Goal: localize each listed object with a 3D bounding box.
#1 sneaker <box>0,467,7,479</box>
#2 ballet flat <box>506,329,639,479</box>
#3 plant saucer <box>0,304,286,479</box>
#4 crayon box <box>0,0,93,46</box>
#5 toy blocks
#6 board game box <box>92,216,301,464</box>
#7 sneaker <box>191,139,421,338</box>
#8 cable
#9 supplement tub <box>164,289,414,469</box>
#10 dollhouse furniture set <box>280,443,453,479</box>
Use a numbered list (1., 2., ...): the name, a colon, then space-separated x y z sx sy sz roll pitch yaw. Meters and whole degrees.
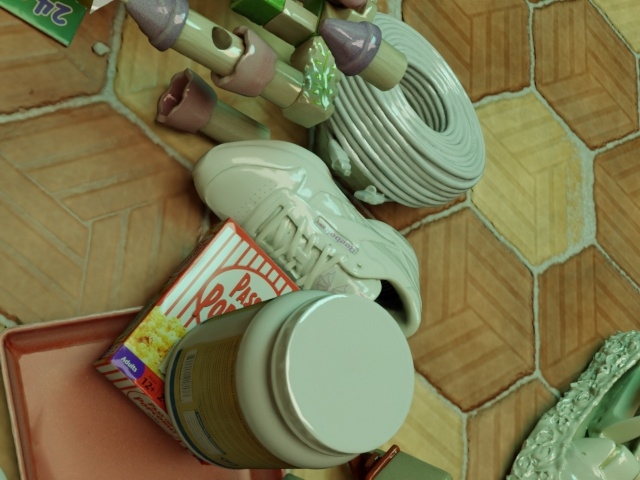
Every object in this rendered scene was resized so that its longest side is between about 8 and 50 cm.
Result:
1. sneaker: -0.330 0.147 0.707 0.106 0.123 0.290 -25 115 -1
2. ballet flat: 0.371 0.252 1.136 0.147 0.147 0.409 52 56 -12
3. plant saucer: -0.165 0.193 0.837 0.259 0.048 0.258 -7 81 -36
4. crayon box: -0.276 -0.392 0.905 0.203 0.083 0.322 30 62 -24
5. toy blocks: -0.068 -0.284 0.874 0.260 0.309 0.288 27 62 -33
6. board game box: -0.102 0.096 0.850 0.147 0.045 0.193 46 56 -16
7. sneaker: 0.000 0.000 0.934 0.305 0.114 0.152 32 25 -22
8. cable: 0.096 -0.160 1.046 0.257 0.089 0.257 6 59 -50
9. supplement tub: -0.030 0.121 0.739 0.144 0.200 0.144 9 73 -32
10. dollhouse furniture set: 0.020 0.330 0.865 0.259 0.135 0.262 -42 125 -34
